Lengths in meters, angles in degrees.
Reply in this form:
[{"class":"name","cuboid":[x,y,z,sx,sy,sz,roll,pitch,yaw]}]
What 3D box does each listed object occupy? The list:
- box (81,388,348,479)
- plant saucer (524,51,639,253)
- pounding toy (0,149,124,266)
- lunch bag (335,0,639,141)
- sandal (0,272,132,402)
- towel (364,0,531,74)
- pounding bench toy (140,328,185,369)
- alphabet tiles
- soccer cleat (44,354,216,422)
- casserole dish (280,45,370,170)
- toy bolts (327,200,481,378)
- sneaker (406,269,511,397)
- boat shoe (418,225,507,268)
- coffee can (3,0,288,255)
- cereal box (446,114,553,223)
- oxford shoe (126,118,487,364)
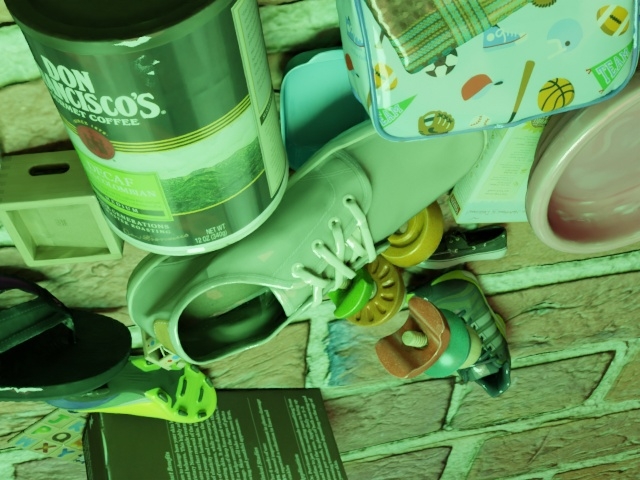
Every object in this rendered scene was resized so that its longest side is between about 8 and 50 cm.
[{"class":"box","cuboid":[-0.167,0.350,1.479,0.381,0.191,0.143,5,136,-27]},{"class":"plant saucer","cuboid":[0.385,-0.117,1.114,0.332,0.084,0.332,-16,147,-11]},{"class":"pounding toy","cuboid":[-0.266,-0.042,1.049,0.141,0.100,0.130,-5,142,3]},{"class":"lunch bag","cuboid":[0.169,-0.235,0.916,0.303,0.115,0.243,-14,125,-4]},{"class":"sandal","cuboid":[-0.433,0.103,1.113,0.445,0.168,0.107,6,120,-27]},{"class":"towel","cuboid":[0.168,-0.334,0.767,0.370,0.040,0.271,-32,121,9]},{"class":"pounding bench toy","cuboid":[-0.200,0.144,1.330,0.065,0.052,0.083,-31,141,18]},{"class":"alphabet tiles","cuboid":[-0.348,0.315,1.529,0.198,0.009,0.237,-33,139,21]},{"class":"soccer cleat","cuboid":[-0.283,0.214,1.378,0.289,0.094,0.121,17,156,-40]},{"class":"casserole dish","cuboid":[0.009,-0.148,1.048,0.114,0.037,0.188,-10,142,-7]},{"class":"toy bolts","cuboid":[0.132,0.068,1.235,0.218,0.228,0.158,-49,145,18]},{"class":"sneaker","cuboid":[0.225,0.143,1.427,0.111,0.121,0.300,-31,141,18]},{"class":"boat shoe","cuboid":[0.193,0.006,1.310,0.142,0.049,0.040,-8,123,-13]},{"class":"coffee can","cuboid":[-0.143,-0.146,0.858,0.201,0.202,0.275,-14,143,-3]},{"class":"cereal box","cuboid":[0.280,-0.115,1.178,0.172,0.047,0.240,-1,141,-23]},{"class":"oxford shoe","cuboid":[0.000,0.000,1.038,0.449,0.130,0.169,-30,136,-4]}]
